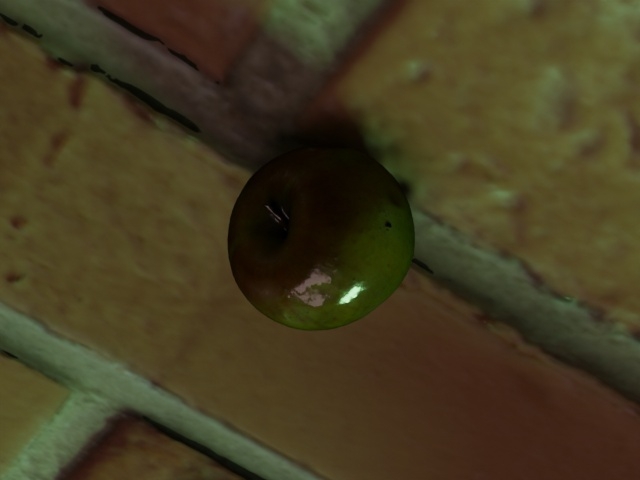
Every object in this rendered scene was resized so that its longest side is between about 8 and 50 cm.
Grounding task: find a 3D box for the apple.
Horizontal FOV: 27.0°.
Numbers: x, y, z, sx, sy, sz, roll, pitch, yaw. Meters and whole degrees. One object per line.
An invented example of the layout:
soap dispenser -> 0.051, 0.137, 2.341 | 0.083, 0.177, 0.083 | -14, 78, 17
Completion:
apple -> 0.000, 0.000, 0.623 | 0.089, 0.089, 0.074 | -13, 142, 34
